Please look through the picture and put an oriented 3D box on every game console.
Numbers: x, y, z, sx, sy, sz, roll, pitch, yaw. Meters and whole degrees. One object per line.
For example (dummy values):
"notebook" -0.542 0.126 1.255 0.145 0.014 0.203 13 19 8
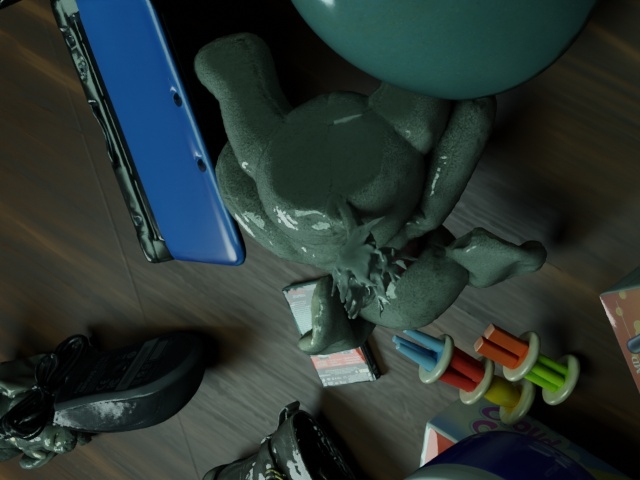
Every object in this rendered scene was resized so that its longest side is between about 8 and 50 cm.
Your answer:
"game console" -0.133 -0.137 1.964 0.173 0.250 0.293 -11 106 30

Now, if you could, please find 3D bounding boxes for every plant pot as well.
"plant pot" 0.068 -0.263 1.604 0.290 0.195 0.290 1 91 36

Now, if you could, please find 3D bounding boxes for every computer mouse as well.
"computer mouse" -0.234 0.175 2.311 0.272 0.188 0.072 -11 119 35

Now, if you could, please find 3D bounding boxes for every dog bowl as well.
"dog bowl" 0.178 0.316 1.858 0.265 0.104 0.264 24 129 34

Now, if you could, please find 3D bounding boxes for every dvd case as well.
"dvd case" 0.011 0.099 2.106 0.087 0.013 0.119 -13 105 49

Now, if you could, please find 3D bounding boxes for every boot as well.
"boot" -0.023 0.327 2.222 0.229 0.091 0.263 -33 86 51

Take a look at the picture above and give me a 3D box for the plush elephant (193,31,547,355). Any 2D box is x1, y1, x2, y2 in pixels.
"plush elephant" 0.056 -0.029 1.823 0.255 0.272 0.330 57 -159 -56

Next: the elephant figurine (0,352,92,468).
"elephant figurine" -0.364 0.225 2.476 0.239 0.186 0.169 -10 144 23

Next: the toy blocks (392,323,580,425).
"toy blocks" 0.154 0.113 1.877 0.148 0.054 0.123 28 145 -21

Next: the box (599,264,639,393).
"box" 0.347 0.074 1.683 0.170 0.091 0.130 -15 102 49

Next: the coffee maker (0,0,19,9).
"coffee maker" -0.333 -0.357 2.121 0.171 0.120 0.178 -24 96 27

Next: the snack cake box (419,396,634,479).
"snack cake box" 0.221 0.279 1.941 0.264 0.089 0.152 31 134 30
